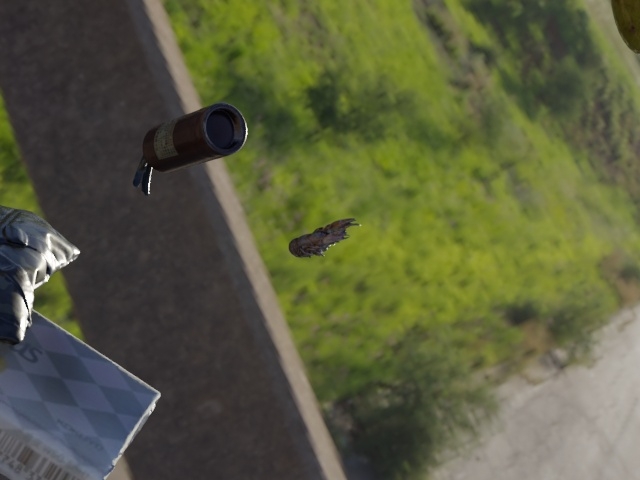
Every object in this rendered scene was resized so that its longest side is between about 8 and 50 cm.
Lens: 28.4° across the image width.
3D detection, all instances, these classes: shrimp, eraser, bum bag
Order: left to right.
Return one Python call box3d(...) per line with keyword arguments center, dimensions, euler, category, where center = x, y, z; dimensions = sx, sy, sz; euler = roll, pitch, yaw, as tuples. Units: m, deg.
box3d(center=(-0.434, 0.185, 1.709), dimensions=(0.397, 0.082, 0.213), euler=(33, 37, -1), category="eraser")
box3d(center=(-0.421, 0.042, 1.674), dimensions=(0.144, 0.095, 0.340), euler=(22, 24, -3), category="bum bag")
box3d(center=(0.001, 0.001, 1.452), dimensions=(0.029, 0.092, 0.038), euler=(53, 25, -20), category="shrimp")

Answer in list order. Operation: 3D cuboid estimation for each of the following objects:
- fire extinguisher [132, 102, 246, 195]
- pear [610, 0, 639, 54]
box3d(center=(-0.194, -0.121, 1.732), dimensions=(0.071, 0.231, 0.099), euler=(20, 70, -33), category="fire extinguisher")
box3d(center=(0.603, -0.437, 2.071), dimensions=(0.253, 0.253, 0.307), euler=(17, 82, -67), category="pear")
